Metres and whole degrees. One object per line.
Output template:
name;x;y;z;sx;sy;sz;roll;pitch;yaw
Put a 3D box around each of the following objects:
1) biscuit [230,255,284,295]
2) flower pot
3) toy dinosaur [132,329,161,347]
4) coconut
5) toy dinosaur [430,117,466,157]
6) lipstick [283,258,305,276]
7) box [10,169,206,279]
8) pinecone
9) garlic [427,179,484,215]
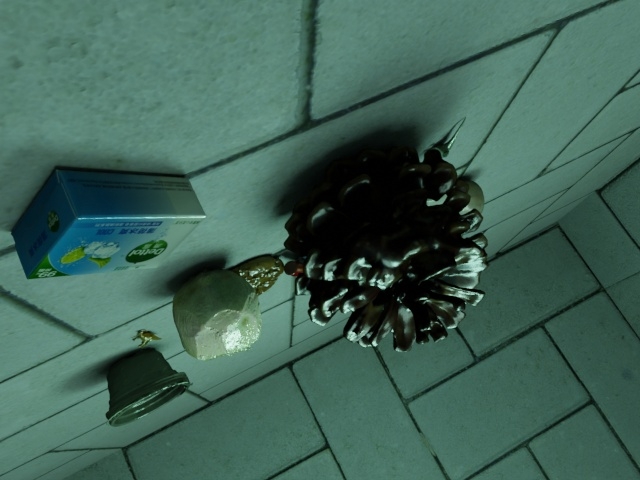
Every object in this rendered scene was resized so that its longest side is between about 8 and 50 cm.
biscuit;-0.181;0.107;1.282;0.225;0.042;0.226;-27;162;-9
flower pot;-0.477;0.380;1.427;0.235;0.141;0.235;-28;165;-8
toy dinosaur;-0.421;0.241;1.302;0.041;0.026;0.113;-44;156;-8
coconut;-0.216;0.147;1.105;0.194;0.195;0.194;-26;163;-9
toy dinosaur;0.250;-0.187;1.136;0.058;0.037;0.180;-46;-176;-37
lipstick;-0.032;0.078;1.384;0.061;0.068;0.274;9;177;18
box;-0.270;-0.020;0.697;0.139;0.073;0.194;-39;161;30
pinecone;0.135;0.032;1.021;0.397;0.398;0.398;-26;163;-9
garlic;0.367;-0.111;1.478;0.148;0.129;0.266;-48;147;19
